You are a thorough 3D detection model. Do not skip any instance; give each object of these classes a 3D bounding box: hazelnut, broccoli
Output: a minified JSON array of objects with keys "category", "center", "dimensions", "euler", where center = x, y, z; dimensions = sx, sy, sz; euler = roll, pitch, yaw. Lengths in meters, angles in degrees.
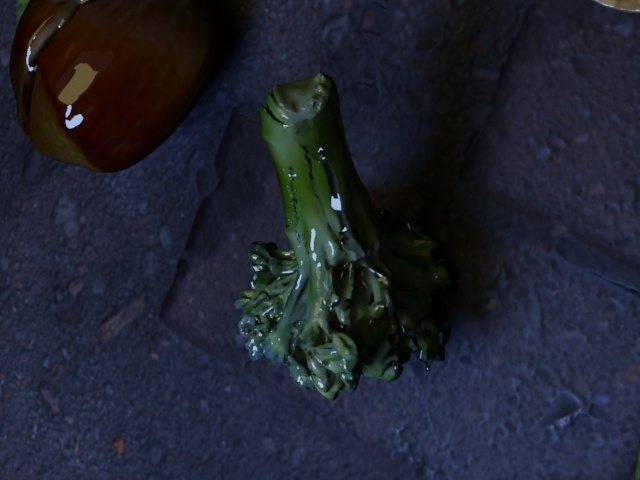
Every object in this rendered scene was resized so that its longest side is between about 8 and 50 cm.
[{"category":"hazelnut","center":[-0.197,-0.176,1.355],"dimensions":[0.212,0.181,0.181],"euler":[42,132,36]},{"category":"broccoli","center":[-0.003,0.018,1.160],"dimensions":[0.177,0.275,0.199],"euler":[2,58,19]}]

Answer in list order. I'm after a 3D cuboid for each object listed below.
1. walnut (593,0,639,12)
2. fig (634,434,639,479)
[{"category":"walnut","center":[0.246,-0.267,1.124],"dimensions":[0.167,0.087,0.211],"euler":[-25,78,23]},{"category":"fig","center":[0.300,0.204,1.040],"dimensions":[0.167,0.167,0.233],"euler":[-44,74,24]}]
